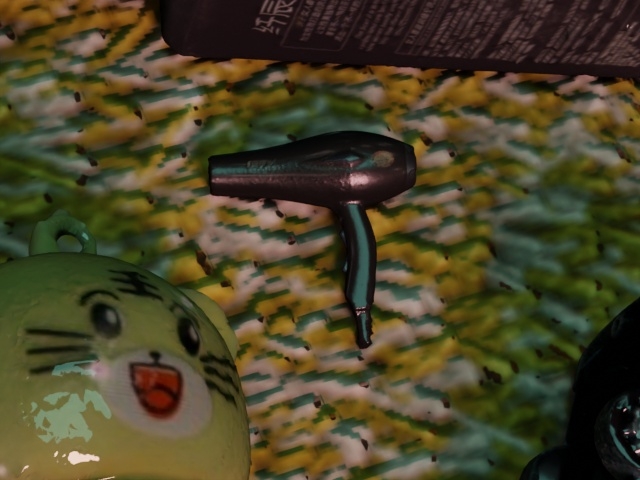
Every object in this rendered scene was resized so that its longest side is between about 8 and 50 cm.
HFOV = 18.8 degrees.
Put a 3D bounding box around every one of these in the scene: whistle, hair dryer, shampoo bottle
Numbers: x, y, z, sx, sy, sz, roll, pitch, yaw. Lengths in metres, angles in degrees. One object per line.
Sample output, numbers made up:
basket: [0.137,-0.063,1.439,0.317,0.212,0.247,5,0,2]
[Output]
whistle: [-0.070,0.116,0.592,0.131,0.106,0.288,15,54,-38]
hair dryer: [0.000,0.000,0.723,0.079,0.031,0.083,-5,74,-6]
shampoo bottle: [0.026,-0.112,0.739,0.309,0.098,0.071,1,65,-15]

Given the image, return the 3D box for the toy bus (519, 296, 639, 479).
toy bus: [0.122,0.119,0.662,0.106,0.090,0.184,20,64,-6]
